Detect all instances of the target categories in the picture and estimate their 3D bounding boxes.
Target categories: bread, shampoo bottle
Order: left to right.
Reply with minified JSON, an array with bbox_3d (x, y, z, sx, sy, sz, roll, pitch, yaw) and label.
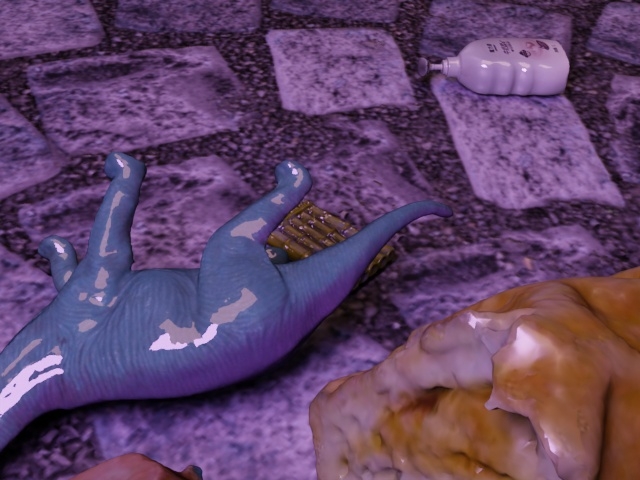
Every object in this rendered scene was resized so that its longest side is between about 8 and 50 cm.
[{"bbox_3d":[0.174,-0.180,0.993,0.152,0.045,0.077,-2,41,-4],"label":"shampoo bottle"},{"bbox_3d":[0.127,0.123,0.465,0.252,0.238,0.196,-13,70,-37],"label":"bread"}]

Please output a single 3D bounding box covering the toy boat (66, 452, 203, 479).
[{"bbox_3d":[-0.170,0.204,0.489,0.293,0.099,0.108,-33,25,-35],"label":"toy boat"}]

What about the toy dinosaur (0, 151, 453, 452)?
[{"bbox_3d":[-0.094,0.097,0.622,0.383,0.129,0.331,-2,47,3],"label":"toy dinosaur"}]

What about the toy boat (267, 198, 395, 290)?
[{"bbox_3d":[0.000,0.000,0.795,0.115,0.016,0.063,30,48,28],"label":"toy boat"}]
